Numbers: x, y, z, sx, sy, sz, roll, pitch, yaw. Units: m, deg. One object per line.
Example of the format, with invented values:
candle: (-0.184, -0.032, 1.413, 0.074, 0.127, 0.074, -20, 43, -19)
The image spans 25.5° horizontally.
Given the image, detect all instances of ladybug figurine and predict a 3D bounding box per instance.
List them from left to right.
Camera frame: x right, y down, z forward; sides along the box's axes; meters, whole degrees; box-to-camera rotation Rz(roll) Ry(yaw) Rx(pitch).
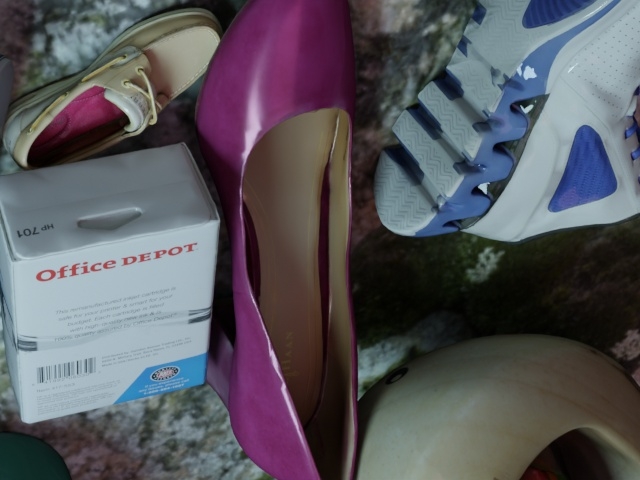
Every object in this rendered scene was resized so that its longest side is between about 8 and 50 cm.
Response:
ladybug figurine: (0.149, 0.226, 1.190, 0.305, 0.162, 0.449, -59, 140, -10)

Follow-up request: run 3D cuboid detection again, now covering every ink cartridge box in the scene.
ink cartridge box: (-0.151, 0.033, 0.986, 0.140, 0.082, 0.190, -11, 141, -18)

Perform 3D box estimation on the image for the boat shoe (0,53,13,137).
boat shoe: (-0.277, -0.013, 0.929, 0.088, 0.096, 0.267, 21, 120, -3)

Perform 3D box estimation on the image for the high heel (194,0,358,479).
high heel: (0.000, 0.000, 0.990, 0.127, 0.181, 0.377, -17, 131, -31)

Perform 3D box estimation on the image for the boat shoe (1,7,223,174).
boat shoe: (-0.135, -0.095, 0.954, 0.170, 0.059, 0.063, -32, 129, -1)

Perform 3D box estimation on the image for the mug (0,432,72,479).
mug: (-0.236, 0.229, 1.098, 0.158, 0.097, 0.129, 5, 119, -26)

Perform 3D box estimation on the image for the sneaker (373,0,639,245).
sneaker: (0.194, -0.114, 1.061, 0.182, 0.127, 0.315, 18, 119, -36)
